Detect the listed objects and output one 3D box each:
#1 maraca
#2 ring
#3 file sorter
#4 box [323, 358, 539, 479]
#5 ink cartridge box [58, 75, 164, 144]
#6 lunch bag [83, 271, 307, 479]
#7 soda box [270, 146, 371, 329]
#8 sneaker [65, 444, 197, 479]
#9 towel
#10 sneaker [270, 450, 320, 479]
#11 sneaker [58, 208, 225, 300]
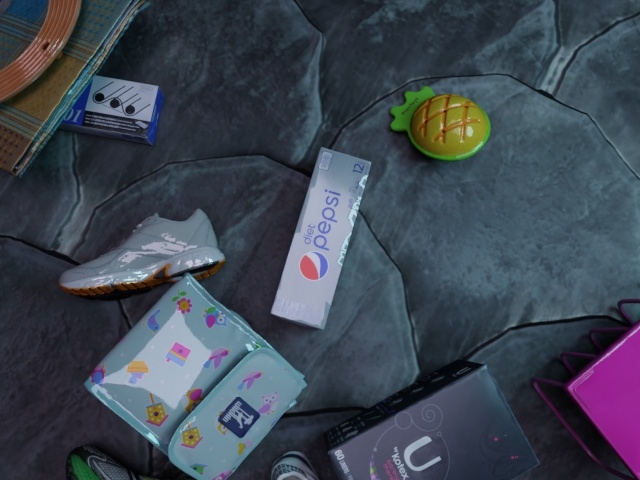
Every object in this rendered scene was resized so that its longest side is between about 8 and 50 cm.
[{"bbox_3d":[0.206,-0.206,0.974,0.185,0.099,0.127,37,78,30],"label":"maraca"},{"bbox_3d":[-0.544,-0.360,0.947,0.336,0.032,0.337,-6,69,16],"label":"ring"},{"bbox_3d":[0.516,0.209,0.872,0.290,0.182,0.202,-38,85,-6],"label":"file sorter"},{"bbox_3d":[0.160,0.320,0.860,0.270,0.143,0.165,-27,83,-7],"label":"box"},{"bbox_3d":[-0.390,-0.235,0.977,0.207,0.046,0.097,9,80,0],"label":"ink cartridge box"},{"bbox_3d":[-0.181,0.217,0.856,0.262,0.160,0.223,42,74,1],"label":"lunch bag"},{"bbox_3d":[0.000,0.000,0.928,0.091,0.098,0.287,17,81,-1],"label":"soda box"},{"bbox_3d":[-0.245,0.419,0.857,0.343,0.134,0.146,30,45,9],"label":"sneaker"},{"bbox_3d":[-0.482,-0.306,0.946,0.271,0.040,0.370,27,80,25],"label":"towel"},{"bbox_3d":[0.004,0.439,0.861,0.090,0.095,0.235,-43,86,-9],"label":"sneaker"},{"bbox_3d":[-0.297,0.021,0.925,0.262,0.099,0.121,-13,74,-12],"label":"sneaker"}]
